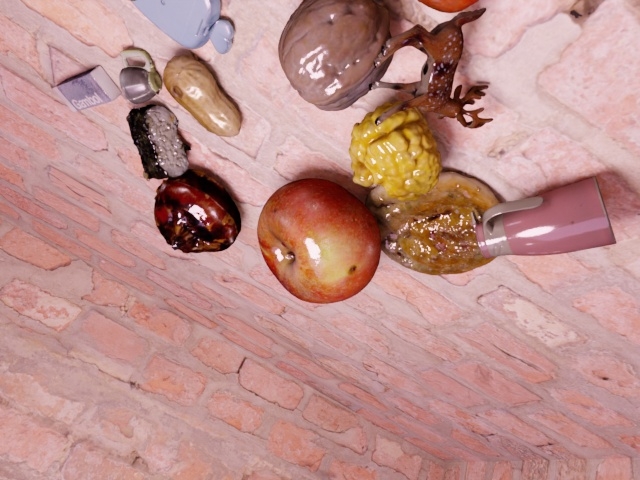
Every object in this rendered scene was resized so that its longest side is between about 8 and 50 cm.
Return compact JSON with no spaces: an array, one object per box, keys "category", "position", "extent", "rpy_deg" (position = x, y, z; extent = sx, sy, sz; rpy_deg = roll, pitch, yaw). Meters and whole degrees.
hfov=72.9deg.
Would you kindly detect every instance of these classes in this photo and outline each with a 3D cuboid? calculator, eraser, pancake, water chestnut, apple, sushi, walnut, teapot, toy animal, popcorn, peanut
[{"category":"calculator","position":[-0.317,-0.526,0.937],"extent":[0.302,0.042,0.188],"rpy_deg":[38,142,-12]},{"category":"eraser","position":[-0.686,-0.439,1.269],"extent":[0.212,0.046,0.092],"rpy_deg":[-1,137,32]},{"category":"pancake","position":[0.298,-0.034,1.157],"extent":[0.386,0.082,0.387],"rpy_deg":[15,139,13]},{"category":"water chestnut","position":[-0.405,-0.067,1.381],"extent":[0.299,0.300,0.300],"rpy_deg":[16,144,12]},{"category":"apple","position":[0.000,0.000,1.174],"extent":[0.348,0.276,0.349],"rpy_deg":[33,137,37]},{"category":"sushi","position":[-0.469,-0.289,1.266],"extent":[0.114,0.147,0.213],"rpy_deg":[5,123,36]},{"category":"walnut","position":[0.030,-0.358,0.808],"extent":[0.223,0.224,0.224],"rpy_deg":[16,144,12]},{"category":"teapot","position":[-0.467,-0.422,1.125],"extent":[0.090,0.092,0.124],"rpy_deg":[-6,143,13]},{"category":"toy animal","position":[0.218,-0.278,0.776],"extent":[0.259,0.087,0.244],"rpy_deg":[-11,153,-9]},{"category":"popcorn","position":[0.154,-0.182,0.948],"extent":[0.202,0.201,0.226],"rpy_deg":[-20,166,24]},{"category":"peanut","position":[-0.288,-0.352,1.085],"extent":[0.120,0.110,0.236],"rpy_deg":[-20,127,35]}]

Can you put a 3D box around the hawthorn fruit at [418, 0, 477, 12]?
[{"category":"hawthorn fruit","position":[0.216,-0.424,0.670],"extent":[0.203,0.163,0.162],"rpy_deg":[30,147,-33]}]

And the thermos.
[{"category":"thermos","position":[0.475,-0.038,0.951],"extent":[0.264,0.146,0.176],"rpy_deg":[-16,138,31]}]
